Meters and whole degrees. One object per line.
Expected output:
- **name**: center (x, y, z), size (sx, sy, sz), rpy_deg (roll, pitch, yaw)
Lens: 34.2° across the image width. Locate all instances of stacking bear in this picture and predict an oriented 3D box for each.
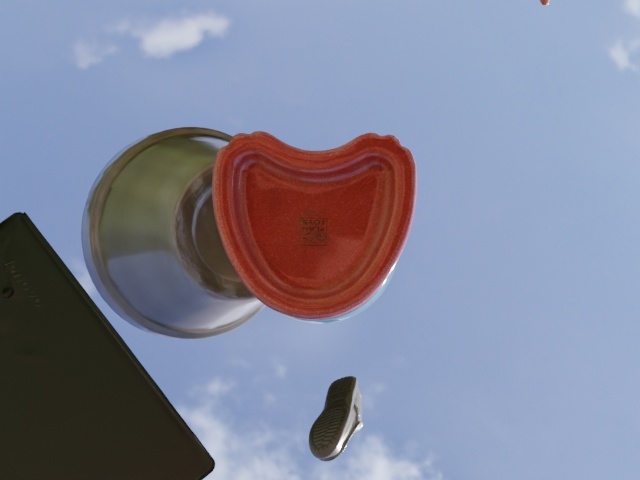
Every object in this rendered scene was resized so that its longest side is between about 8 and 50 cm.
- **stacking bear**: center (0.000, 0.000, 1.025), size (0.175, 0.164, 0.289), rpy_deg (1, 175, 3)

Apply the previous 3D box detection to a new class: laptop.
- **laptop**: center (-0.382, 0.260, 1.182), size (0.236, 0.408, 0.382), rpy_deg (-23, -116, -44)

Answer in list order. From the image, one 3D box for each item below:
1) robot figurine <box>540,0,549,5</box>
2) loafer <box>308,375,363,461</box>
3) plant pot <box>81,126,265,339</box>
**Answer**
- **robot figurine**: center (0.075, -0.218, 0.484), size (0.128, 0.219, 0.158), rpy_deg (-30, -141, 20)
- **loafer**: center (0.028, 0.231, 1.319), size (0.056, 0.050, 0.148), rpy_deg (-19, -156, 28)
- **plant pot**: center (-0.156, -0.010, 1.476), size (0.323, 0.323, 0.280), rpy_deg (-38, -166, -18)
